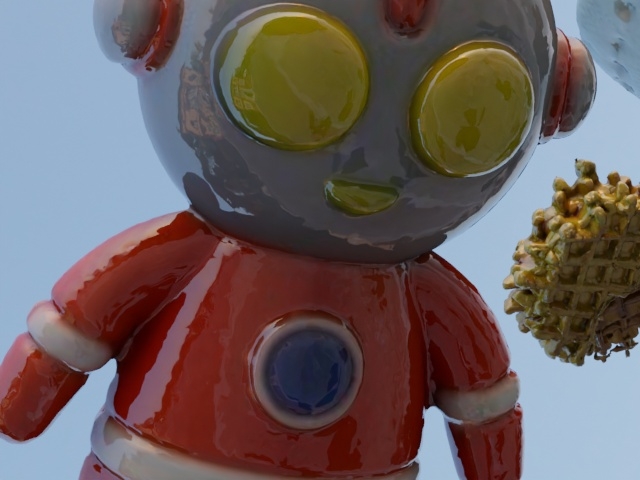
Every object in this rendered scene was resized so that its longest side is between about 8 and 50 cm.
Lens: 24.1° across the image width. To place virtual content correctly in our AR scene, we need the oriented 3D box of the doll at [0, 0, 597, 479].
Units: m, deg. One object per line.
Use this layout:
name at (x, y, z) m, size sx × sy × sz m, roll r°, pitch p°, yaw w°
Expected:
doll at (0.000, 0.000, 0.512) m, size 0.200 × 0.105 × 0.336 m, roll 10°, pitch -75°, yaw -15°

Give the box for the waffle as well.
waffle at (0.270, 0.031, 1.400) m, size 0.197 × 0.070 × 0.193 m, roll 31°, pitch -74°, yaw -27°

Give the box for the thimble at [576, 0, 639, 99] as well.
thimble at (0.254, -0.153, 0.766) m, size 0.237 × 0.150 × 0.237 m, roll -39°, pitch -25°, yaw -21°
